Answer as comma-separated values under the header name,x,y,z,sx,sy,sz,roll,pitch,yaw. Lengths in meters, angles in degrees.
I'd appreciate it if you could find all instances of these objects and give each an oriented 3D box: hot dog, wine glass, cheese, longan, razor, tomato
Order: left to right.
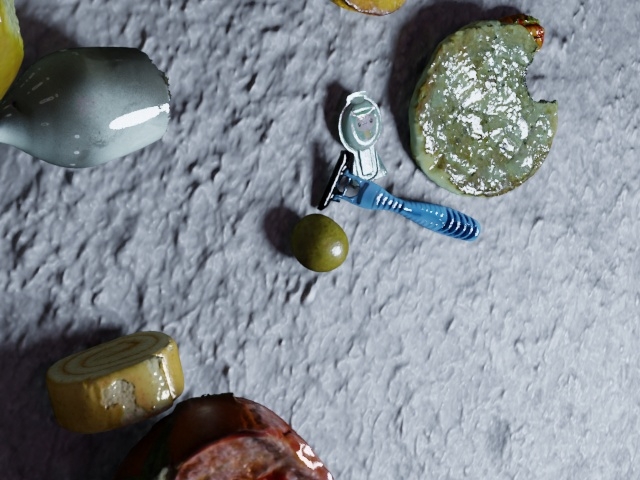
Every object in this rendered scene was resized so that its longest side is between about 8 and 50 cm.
name,x,y,z,sx,sy,sz,roll,pitch,yaw
wine glass,-0.279,-0.125,1.108,0.241,0.126,0.126,-18,102,-33
tomato,-0.112,0.291,1.217,0.309,0.170,0.309,-5,122,-8
longan,0.000,0.000,1.342,0.075,0.075,0.083,49,25,-26
cheese,0.053,-0.130,1.391,0.067,0.026,0.121,-23,116,-28
razor,0.112,-0.041,1.424,0.253,0.042,0.082,18,101,-37
hot dog,0.253,-0.278,1.515,0.144,0.038,0.062,-13,100,-33

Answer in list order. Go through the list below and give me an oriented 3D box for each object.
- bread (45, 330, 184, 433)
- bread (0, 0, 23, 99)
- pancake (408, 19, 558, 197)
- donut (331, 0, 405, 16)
name,x,y,z,sx,sy,sz,roll,pitch,yaw
bread,-0.212,0.154,1.167,0.149,0.122,0.073,-18,106,-31
bread,-0.391,-0.244,0.936,0.239,0.395,0.264,-9,122,-16
pancake,0.218,-0.173,1.478,0.253,0.037,0.253,-9,107,-29
donut,0.053,-0.348,1.358,0.152,0.058,0.152,-9,104,-38
